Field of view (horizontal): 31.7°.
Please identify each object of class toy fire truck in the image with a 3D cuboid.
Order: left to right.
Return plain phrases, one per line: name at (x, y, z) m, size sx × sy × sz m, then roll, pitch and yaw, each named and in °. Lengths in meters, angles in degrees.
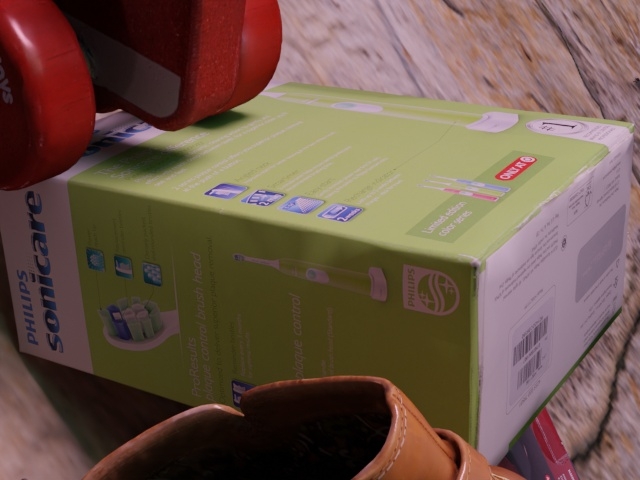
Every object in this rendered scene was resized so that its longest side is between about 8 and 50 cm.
toy fire truck at (-0.144, -0.190, 0.559) m, size 0.302 × 0.254 × 0.169 m, roll 33°, pitch 39°, yaw 27°

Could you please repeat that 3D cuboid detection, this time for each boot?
boot at (-0.035, 0.164, 0.458) m, size 0.220 × 0.283 × 0.109 m, roll 48°, pitch 25°, yaw -45°

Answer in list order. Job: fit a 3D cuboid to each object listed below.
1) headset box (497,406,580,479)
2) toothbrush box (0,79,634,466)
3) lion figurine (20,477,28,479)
headset box at (0.056, 0.169, 0.714) m, size 0.293 × 0.110 × 0.218 m, roll -17°, pitch 80°, yaw -50°
toothbrush box at (0.000, 0.000, 0.615) m, size 0.206 × 0.283 × 0.122 m, roll -34°, pitch 130°, yaw -51°
lion figurine at (-0.222, 0.240, 0.378) m, size 0.240 × 0.142 × 0.392 m, roll 10°, pitch 42°, yaw -17°
